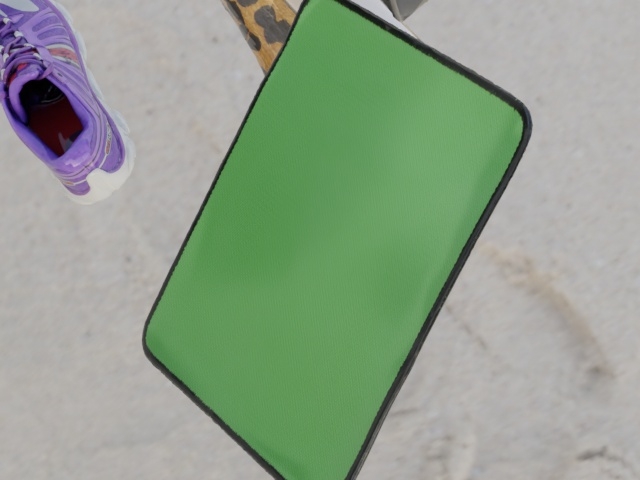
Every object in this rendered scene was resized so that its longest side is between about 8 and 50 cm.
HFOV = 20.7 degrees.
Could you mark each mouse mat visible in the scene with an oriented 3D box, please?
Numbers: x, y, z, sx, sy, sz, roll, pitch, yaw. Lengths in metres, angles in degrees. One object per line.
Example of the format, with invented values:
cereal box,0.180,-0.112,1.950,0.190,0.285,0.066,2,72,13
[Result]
mouse mat,0.000,0.000,0.742,0.007,0.152,0.190,16,105,-46

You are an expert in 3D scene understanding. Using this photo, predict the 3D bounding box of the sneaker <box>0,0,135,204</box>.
sneaker,-0.166,-0.099,1.021,0.068,0.071,0.170,-39,66,2

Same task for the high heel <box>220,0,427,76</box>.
high heel,-0.007,-0.096,0.997,0.093,0.261,0.186,-35,50,-30
